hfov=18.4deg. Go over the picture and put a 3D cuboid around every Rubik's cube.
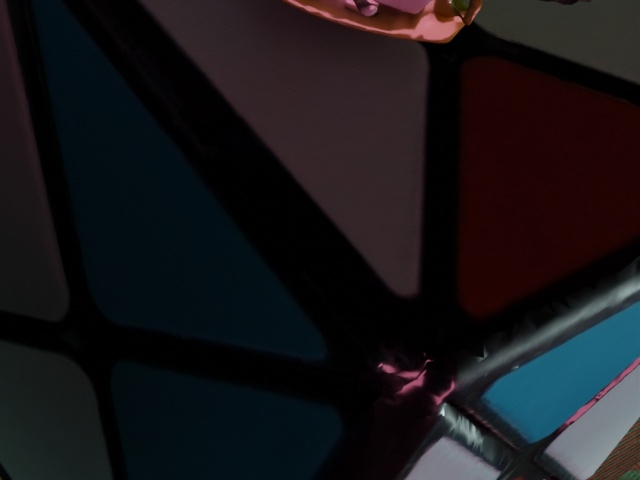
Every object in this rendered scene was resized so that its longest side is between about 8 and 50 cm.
[{"bbox_3d":[0.000,0.000,0.792,0.250,0.248,0.246,-24,154,-39],"label":"Rubik's cube"}]

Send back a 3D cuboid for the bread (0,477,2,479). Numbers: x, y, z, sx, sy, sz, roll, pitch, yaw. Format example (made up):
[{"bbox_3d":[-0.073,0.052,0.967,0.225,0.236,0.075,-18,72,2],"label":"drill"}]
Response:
[{"bbox_3d":[-0.139,0.188,0.961,0.208,0.251,0.376,-35,172,40],"label":"bread"}]

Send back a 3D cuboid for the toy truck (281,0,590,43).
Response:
[{"bbox_3d":[0.063,-0.194,0.619,0.136,0.111,0.286,15,116,-32],"label":"toy truck"}]
